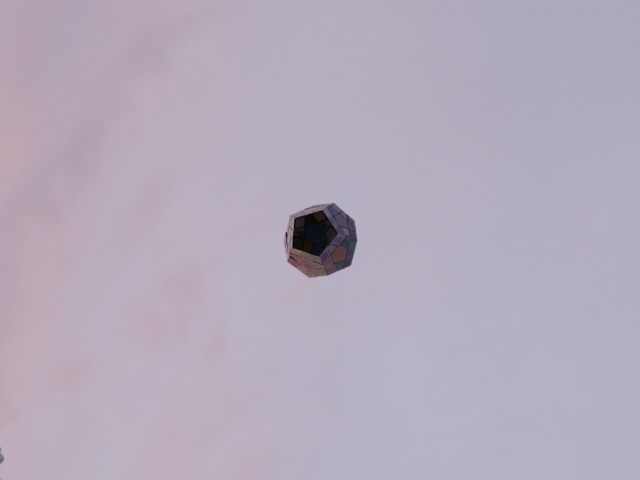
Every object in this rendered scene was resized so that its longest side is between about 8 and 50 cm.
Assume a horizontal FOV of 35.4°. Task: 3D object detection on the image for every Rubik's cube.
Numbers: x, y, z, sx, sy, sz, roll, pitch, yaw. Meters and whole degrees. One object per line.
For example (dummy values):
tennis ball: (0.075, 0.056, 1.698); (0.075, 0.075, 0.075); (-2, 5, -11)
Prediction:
Rubik's cube: (0.000, 0.000, 1.415); (0.093, 0.111, 0.111); (-40, -128, 29)

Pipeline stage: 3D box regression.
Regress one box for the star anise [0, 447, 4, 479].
star anise: (-0.730, 0.466, 2.037); (0.315, 0.108, 0.315); (6, -82, 44)
